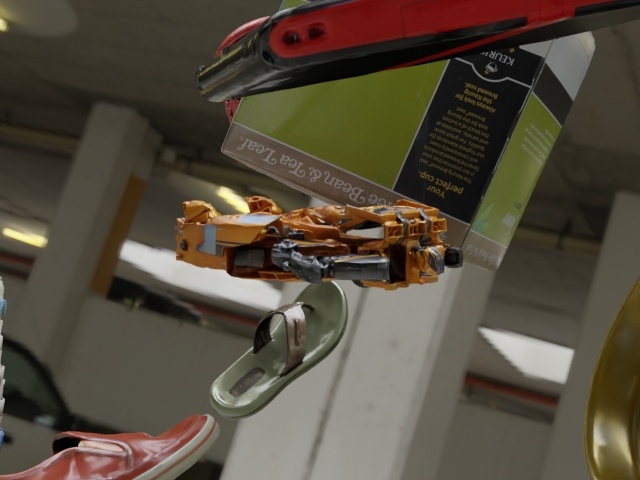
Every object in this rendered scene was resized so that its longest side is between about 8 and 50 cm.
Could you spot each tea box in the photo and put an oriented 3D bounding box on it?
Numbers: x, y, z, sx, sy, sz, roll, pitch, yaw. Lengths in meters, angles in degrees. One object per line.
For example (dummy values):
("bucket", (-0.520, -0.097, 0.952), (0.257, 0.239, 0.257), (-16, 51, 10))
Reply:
("tea box", (0.112, -0.175, 1.447), (0.329, 0.324, 0.220), (26, 3, 21))

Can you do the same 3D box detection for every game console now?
("game console", (0.095, -0.159, 0.823), (0.341, 0.060, 0.386), (-12, 5, -10))

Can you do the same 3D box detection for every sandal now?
("sandal", (-0.064, 0.168, 1.939), (0.120, 0.303, 0.086), (24, -34, 35))

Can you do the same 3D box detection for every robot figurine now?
("robot figurine", (0.000, 0.000, 1.227), (0.291, 0.085, 0.211), (4, 7, 37))

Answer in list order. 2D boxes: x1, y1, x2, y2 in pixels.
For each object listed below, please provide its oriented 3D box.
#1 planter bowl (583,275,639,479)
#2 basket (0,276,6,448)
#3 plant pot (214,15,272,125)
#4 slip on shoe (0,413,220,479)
("planter bowl", (0.269, 0.092, 0.770), (0.090, 0.217, 0.217), (25, -12, -12))
("basket", (-0.353, 0.146, 0.863), (0.201, 0.289, 0.255), (7, -5, 17))
("plant pot", (-0.077, -0.263, 1.961), (0.191, 0.174, 0.191), (-21, -19, -8))
("slip on shoe", (-0.241, 0.244, 1.269), (0.331, 0.101, 0.123), (-19, -12, -43))
